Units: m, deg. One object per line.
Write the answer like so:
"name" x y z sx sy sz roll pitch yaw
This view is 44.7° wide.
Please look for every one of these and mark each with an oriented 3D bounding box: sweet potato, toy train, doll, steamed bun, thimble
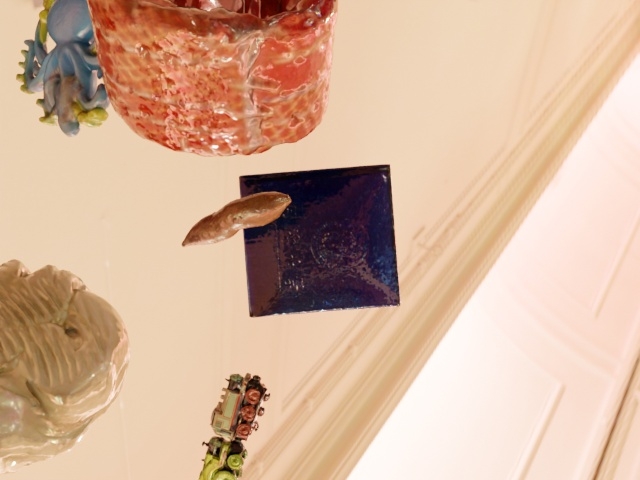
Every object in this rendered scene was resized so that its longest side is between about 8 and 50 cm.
"sweet potato" -0.148 -0.034 1.287 0.218 0.065 0.051 -20 -125 21
"toy train" -0.148 0.329 1.265 0.085 0.249 0.053 19 -167 5
"doll" -0.458 -0.362 1.502 0.346 0.341 0.099 -4 169 37
"steamed bun" -0.496 0.223 1.288 0.339 0.247 0.352 33 -129 25
"thimble" -0.150 -0.289 1.079 0.350 0.230 0.350 3 -134 -4

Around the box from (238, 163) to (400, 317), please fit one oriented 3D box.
"box" 0.000 0.000 1.442 0.279 0.261 0.116 -5 -179 4
